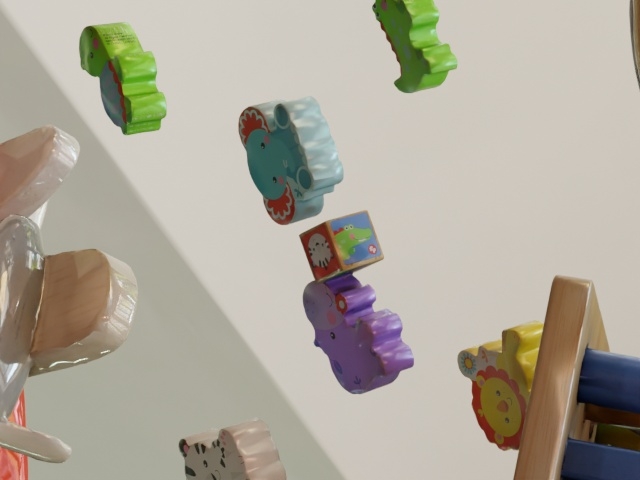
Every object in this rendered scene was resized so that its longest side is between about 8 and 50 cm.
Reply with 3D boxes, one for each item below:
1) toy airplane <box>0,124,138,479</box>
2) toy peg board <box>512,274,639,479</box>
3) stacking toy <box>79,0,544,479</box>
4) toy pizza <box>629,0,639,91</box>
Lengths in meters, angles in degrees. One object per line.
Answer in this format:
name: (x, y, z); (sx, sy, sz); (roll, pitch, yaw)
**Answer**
toy airplane: (-0.288, 0.086, 1.170); (0.384, 0.272, 0.386); (48, -60, 40)
toy peg board: (0.118, 0.114, 0.672); (0.079, 0.160, 0.161); (9, -104, 14)
stacking toy: (0.000, 0.000, 0.746); (0.052, 0.167, 0.221); (-26, -100, 55)
toy pizza: (0.161, -0.092, 0.504); (0.201, 0.032, 0.201); (-18, -114, 47)
